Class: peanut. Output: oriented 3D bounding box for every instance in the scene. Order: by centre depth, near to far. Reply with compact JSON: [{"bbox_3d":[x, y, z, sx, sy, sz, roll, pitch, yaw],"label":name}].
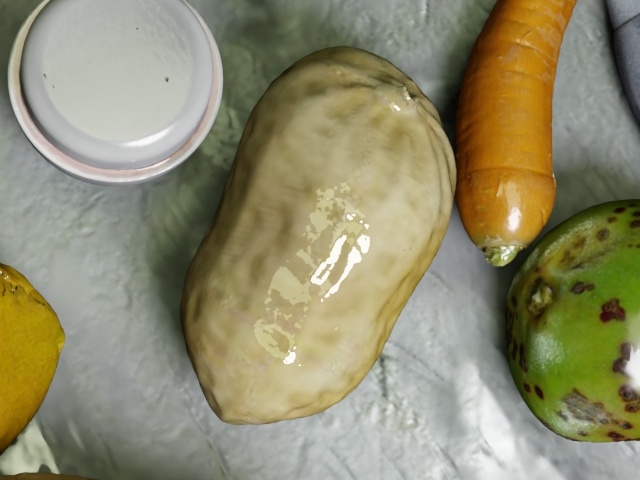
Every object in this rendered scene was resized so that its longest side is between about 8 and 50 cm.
[{"bbox_3d":[0.000,0.000,0.974,0.129,0.129,0.224,21,81,-5],"label":"peanut"}]

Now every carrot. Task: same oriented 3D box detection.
[{"bbox_3d":[0.122,-0.112,1.045,0.062,0.066,0.271,25,67,-33],"label":"carrot"}]

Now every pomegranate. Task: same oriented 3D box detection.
[{"bbox_3d":[0.193,0.047,0.999,0.169,0.122,0.143,13,51,-4],"label":"pomegranate"}]

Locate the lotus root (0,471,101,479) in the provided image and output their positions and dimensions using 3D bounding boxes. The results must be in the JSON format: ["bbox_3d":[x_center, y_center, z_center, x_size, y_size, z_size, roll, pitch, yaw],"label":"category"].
[{"bbox_3d":[-0.056,0.214,0.912,0.343,0.169,0.151,17,86,-7],"label":"lotus root"}]

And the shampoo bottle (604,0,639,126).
[{"bbox_3d":[0.247,-0.056,1.059,0.087,0.049,0.233,-28,87,-14],"label":"shampoo bottle"}]

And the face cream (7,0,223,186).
[{"bbox_3d":[-0.114,-0.086,0.979,0.117,0.104,0.117,2,81,-9],"label":"face cream"}]

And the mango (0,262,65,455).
[{"bbox_3d":[-0.233,0.057,0.890,0.249,0.156,0.151,5,64,-50],"label":"mango"}]
